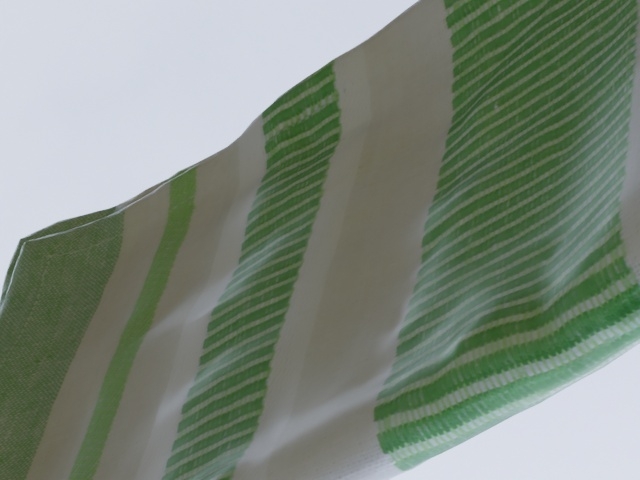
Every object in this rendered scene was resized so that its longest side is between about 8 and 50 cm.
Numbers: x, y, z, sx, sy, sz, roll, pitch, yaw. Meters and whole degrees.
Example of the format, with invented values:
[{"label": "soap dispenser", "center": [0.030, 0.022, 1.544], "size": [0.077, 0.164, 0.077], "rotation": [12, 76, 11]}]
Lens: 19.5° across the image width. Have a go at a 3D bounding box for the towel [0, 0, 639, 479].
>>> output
[{"label": "towel", "center": [0.000, 0.000, 0.568], "size": [0.325, 0.038, 0.248], "rotation": [-29, -155, 25]}]
